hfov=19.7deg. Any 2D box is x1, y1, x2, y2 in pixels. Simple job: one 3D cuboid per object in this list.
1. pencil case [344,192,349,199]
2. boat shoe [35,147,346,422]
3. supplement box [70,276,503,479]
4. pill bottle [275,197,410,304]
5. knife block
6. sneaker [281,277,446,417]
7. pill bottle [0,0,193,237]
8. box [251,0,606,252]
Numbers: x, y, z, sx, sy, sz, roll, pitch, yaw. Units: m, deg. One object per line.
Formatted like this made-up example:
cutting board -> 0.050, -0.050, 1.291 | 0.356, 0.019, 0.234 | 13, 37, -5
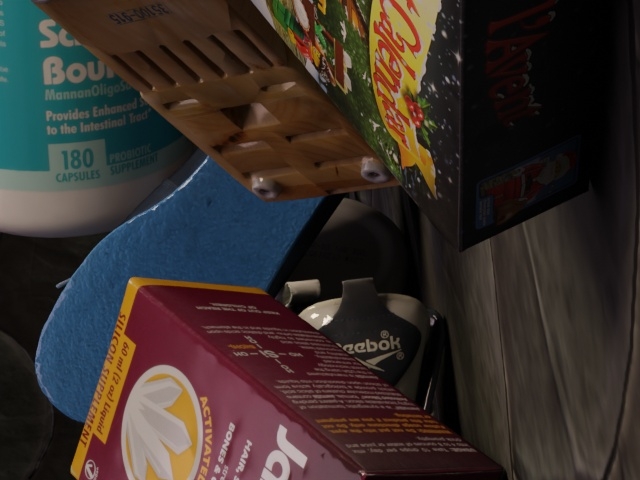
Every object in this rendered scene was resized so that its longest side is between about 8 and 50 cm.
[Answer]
pencil case -> 0.000, 0.000, 1.396 | 0.064, 0.070, 0.152 | -21, 71, 51
boat shoe -> -0.042, 0.000, 0.980 | 0.109, 0.258, 0.089 | 48, -170, 4
supplement box -> -0.021, 0.101, 0.805 | 0.188, 0.080, 0.104 | 34, 111, 46
pill bottle -> 0.010, 0.053, 1.091 | 0.160, 0.087, 0.087 | 85, 176, -55
knife block -> -0.032, -0.180, 0.803 | 0.275, 0.088, 0.242 | 41, -125, -42
sneaker -> 0.022, 0.102, 0.879 | 0.235, 0.094, 0.153 | -120, 31, -58
pill bottle -> -0.146, -0.145, 1.000 | 0.146, 0.146, 0.264 | -103, 11, -64
box -> 0.010, -0.129, 0.445 | 0.159, 0.044, 0.233 | 53, 160, 36
